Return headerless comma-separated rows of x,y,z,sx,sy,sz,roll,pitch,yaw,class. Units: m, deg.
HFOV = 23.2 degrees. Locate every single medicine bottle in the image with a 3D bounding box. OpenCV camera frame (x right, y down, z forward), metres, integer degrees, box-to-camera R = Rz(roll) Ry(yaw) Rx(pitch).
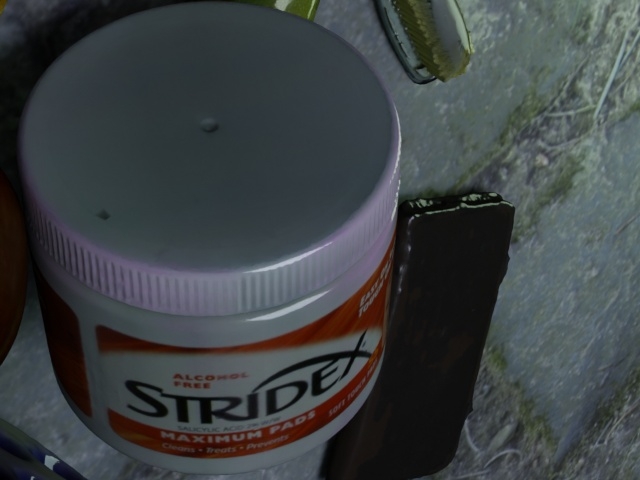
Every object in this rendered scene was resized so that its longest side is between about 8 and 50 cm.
-0.074,0.002,1.084,0.252,0.252,0.241,-34,148,-26,medicine bottle

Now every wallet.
0.098,0.100,1.513,0.165,0.042,0.309,-9,120,-42,wallet

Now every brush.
0.071,-0.225,1.272,0.068,0.060,0.297,-45,139,-12,brush

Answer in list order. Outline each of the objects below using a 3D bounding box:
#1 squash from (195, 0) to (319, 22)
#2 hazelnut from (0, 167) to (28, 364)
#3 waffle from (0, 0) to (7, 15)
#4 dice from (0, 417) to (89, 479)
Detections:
-0.030,-0.223,1.151,0.095,0.095,0.188,9,104,-48,squash
-0.278,0.014,0.941,0.229,0.229,0.229,-25,129,-34,hazelnut
-0.286,-0.198,0.836,0.281,0.058,0.301,30,66,-28,waffle
-0.276,0.256,1.079,0.251,0.243,0.259,-56,137,-4,dice
